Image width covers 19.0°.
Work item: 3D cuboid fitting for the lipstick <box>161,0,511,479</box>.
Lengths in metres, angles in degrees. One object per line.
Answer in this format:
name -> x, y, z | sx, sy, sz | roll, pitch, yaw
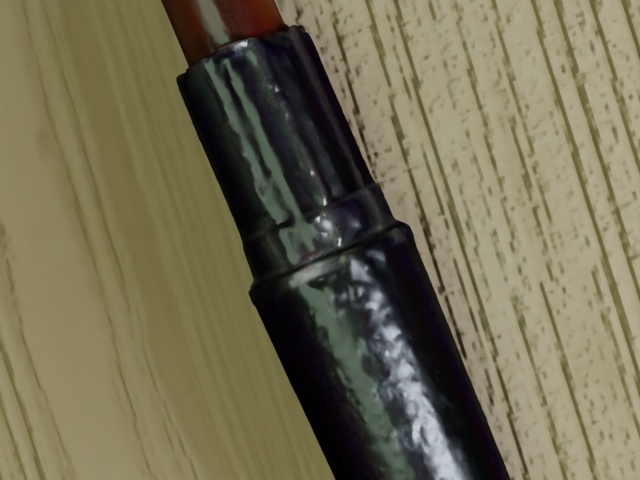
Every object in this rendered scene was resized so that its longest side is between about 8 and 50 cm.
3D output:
lipstick -> 0.000, 0.000, 0.866 | 0.081, 0.081, 0.299 | -24, 90, 27
